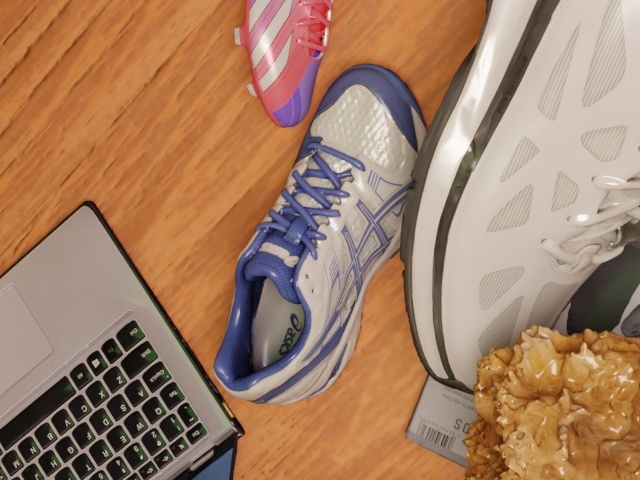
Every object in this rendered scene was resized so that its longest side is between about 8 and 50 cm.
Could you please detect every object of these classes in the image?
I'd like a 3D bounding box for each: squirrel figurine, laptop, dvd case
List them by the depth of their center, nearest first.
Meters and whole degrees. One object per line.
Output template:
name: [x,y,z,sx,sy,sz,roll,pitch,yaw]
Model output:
squirrel figurine: [0.188,0.237,1.050,0.370,0.281,0.397,17,109,33]
dvd case: [0.187,0.086,1.172,0.179,0.029,0.238,24,103,21]
laptop: [-0.279,0.240,1.277,0.382,0.236,0.408,-39,77,20]

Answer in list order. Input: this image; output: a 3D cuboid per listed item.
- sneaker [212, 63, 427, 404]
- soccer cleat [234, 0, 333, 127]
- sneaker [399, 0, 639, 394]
sneaker: [0.000,0.000,1.197,0.112,0.131,0.296,19,99,24]
soccer cleat: [-0.016,-0.219,1.223,0.095,0.083,0.248,-2,89,20]
sneaker: [0.219,-0.053,0.993,0.257,0.169,0.447,29,117,32]
